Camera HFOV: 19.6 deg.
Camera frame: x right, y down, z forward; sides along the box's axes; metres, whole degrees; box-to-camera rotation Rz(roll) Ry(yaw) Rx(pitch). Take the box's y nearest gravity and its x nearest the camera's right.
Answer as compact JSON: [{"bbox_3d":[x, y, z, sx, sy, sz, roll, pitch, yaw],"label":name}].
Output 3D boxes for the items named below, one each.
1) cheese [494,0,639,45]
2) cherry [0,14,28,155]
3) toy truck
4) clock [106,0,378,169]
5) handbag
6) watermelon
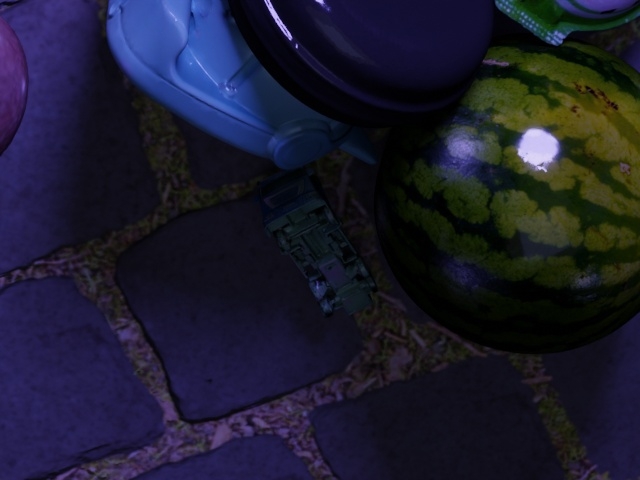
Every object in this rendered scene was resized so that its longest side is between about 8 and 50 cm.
[{"bbox_3d":[0.250,-0.318,1.579,0.204,0.083,0.320,32,85,-22],"label":"cheese"},{"bbox_3d":[-0.369,-0.135,1.557,0.236,0.213,0.285,36,117,-14],"label":"cherry"},{"bbox_3d":[0.000,0.000,1.768,0.067,0.081,0.175,-27,137,8],"label":"toy truck"},{"bbox_3d":[-0.048,-0.174,1.574,0.274,0.224,0.094,28,128,-26],"label":"clock"},{"bbox_3d":[0.031,-0.238,1.520,0.253,0.308,0.093,2,155,-37],"label":"handbag"},{"bbox_3d":[0.187,-0.042,1.643,0.285,0.285,0.285,-3,118,-6],"label":"watermelon"}]
